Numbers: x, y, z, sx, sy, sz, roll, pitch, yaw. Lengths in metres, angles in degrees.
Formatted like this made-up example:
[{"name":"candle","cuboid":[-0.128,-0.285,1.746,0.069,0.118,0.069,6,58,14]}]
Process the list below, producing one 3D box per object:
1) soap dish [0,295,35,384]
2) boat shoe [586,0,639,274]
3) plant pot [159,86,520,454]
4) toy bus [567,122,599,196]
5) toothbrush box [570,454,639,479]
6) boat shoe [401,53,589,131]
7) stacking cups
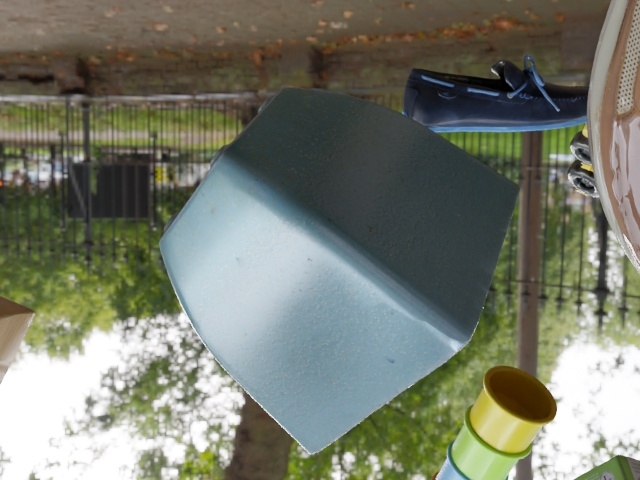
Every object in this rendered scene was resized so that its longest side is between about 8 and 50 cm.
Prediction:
[{"name":"soap dish","cuboid":[-0.489,0.164,0.867,0.229,0.290,0.118,24,167,-4]},{"name":"boat shoe","cuboid":[0.212,-0.103,0.397,0.123,0.324,0.116,-9,-160,-1]},{"name":"plant pot","cuboid":[0.000,0.000,0.768,0.248,0.252,0.247,-46,-172,41]},{"name":"toy bus","cuboid":[0.544,-0.138,1.336,0.211,0.149,0.220,35,168,28]},{"name":"toothbrush box","cuboid":[0.335,0.362,0.711,0.206,0.122,0.283,19,-138,-28]},{"name":"boat shoe","cuboid":[0.236,-0.187,1.010,0.258,0.089,0.109,-5,-161,-9]},{"name":"stacking cups","cuboid":[0.186,0.302,1.023,0.096,0.316,0.096,16,-147,-11]}]
